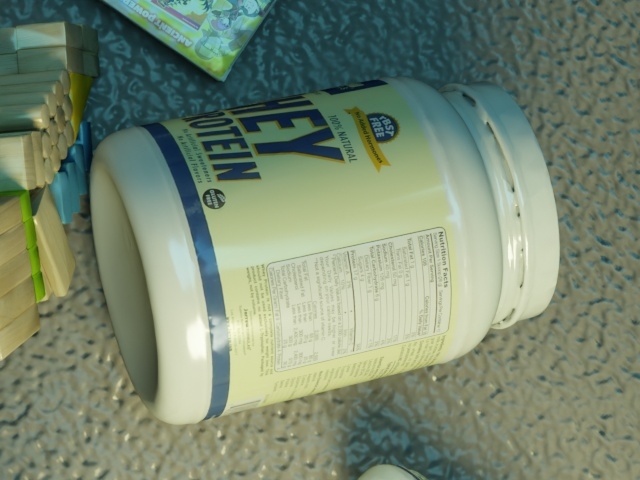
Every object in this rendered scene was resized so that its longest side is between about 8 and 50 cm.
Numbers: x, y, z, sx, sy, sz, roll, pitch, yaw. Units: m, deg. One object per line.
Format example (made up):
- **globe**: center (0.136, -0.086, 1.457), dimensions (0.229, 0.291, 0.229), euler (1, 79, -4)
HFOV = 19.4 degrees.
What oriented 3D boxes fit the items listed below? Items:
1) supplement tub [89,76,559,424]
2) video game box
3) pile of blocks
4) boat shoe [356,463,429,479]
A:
- **supplement tub**: center (0.000, 0.000, 1.482), dimensions (0.325, 0.235, 0.235), euler (-13, 84, -17)
- **video game box**: center (-0.115, -0.265, 1.575), dimensions (0.205, 0.048, 0.187), euler (35, 87, -7)
- **pile of blocks**: center (-0.257, -0.041, 1.448), dimensions (0.113, 0.149, 0.362), euler (-4, 38, 13)
- **boat shoe**: center (0.142, 0.292, 1.549), dimensions (0.302, 0.109, 0.094), euler (51, 53, -8)
